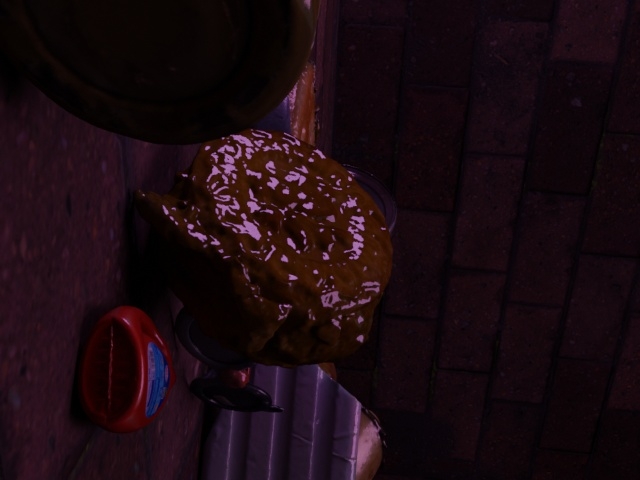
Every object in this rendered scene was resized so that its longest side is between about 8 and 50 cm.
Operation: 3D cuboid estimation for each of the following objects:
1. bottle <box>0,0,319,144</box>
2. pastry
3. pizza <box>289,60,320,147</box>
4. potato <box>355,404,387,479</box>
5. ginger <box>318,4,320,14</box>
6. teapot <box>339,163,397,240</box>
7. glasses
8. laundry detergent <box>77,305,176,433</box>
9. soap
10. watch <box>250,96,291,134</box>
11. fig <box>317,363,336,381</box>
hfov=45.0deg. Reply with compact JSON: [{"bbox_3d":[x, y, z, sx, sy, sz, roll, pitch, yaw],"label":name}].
[{"bbox_3d":[-0.069,-0.231,0.494,0.171,0.171,0.351,91,6,-45],"label":"bottle"},{"bbox_3d":[-0.046,0.017,0.748,0.132,0.240,0.235,-51,177,41],"label":"pastry"},{"bbox_3d":[-0.055,-0.163,1.326,0.229,0.081,0.289,40,55,-77],"label":"pizza"},{"bbox_3d":[-0.046,0.377,1.239,0.242,0.285,0.242,23,59,-45],"label":"potato"},{"bbox_3d":[-0.059,-0.390,1.070,0.193,0.115,0.122,74,-2,-57],"label":"ginger"},{"bbox_3d":[0.000,0.000,1.628,0.312,0.233,0.315,102,-29,-47],"label":"teapot"},{"bbox_3d":[-0.088,0.056,0.939,0.234,0.118,0.268,87,9,-51],"label":"glasses"},{"bbox_3d":[-0.150,0.106,0.637,0.165,0.049,0.097,85,7,-81],"label":"laundry detergent"},{"bbox_3d":[-0.055,0.314,1.059,0.115,0.208,0.347,54,40,-86],"label":"soap"},{"bbox_3d":[-0.072,-0.125,0.997,0.193,0.068,0.206,101,-16,-56],"label":"watch"},{"bbox_3d":[-0.044,0.245,1.616,0.160,0.143,0.230,16,-70,63],"label":"fig"}]
